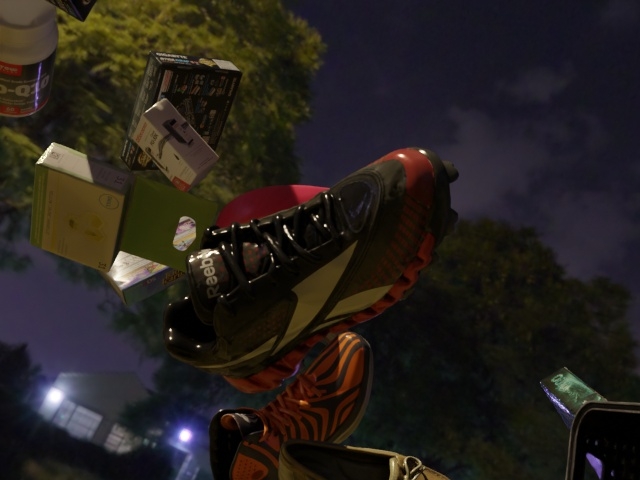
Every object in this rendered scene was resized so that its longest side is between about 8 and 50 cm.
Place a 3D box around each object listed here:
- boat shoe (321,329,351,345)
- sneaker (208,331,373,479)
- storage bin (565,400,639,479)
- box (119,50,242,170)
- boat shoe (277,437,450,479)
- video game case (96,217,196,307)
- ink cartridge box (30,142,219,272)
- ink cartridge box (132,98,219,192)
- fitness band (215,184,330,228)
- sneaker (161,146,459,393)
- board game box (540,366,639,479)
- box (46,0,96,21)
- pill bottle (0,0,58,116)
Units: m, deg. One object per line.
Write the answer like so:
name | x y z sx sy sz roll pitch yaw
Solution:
boat shoe | -0.004 0.109 1.275 0.109 0.098 0.302 23 -19 43
sneaker | -0.051 0.270 1.125 0.180 0.321 0.125 31 -2 -40
storage bin | 0.205 0.151 0.366 0.085 0.121 0.180 12 -13 -7
box | -0.257 -0.230 1.340 0.175 0.220 0.051 -5 40 -43
boat shoe | 0.040 0.196 0.596 0.153 0.056 0.048 14 -39 6
video game case | -0.399 0.019 1.731 0.244 0.270 0.061 38 -36 40
ink cartridge box | -0.279 -0.023 1.017 0.235 0.056 0.171 22 -45 -6
ink cartridge box | -0.248 -0.158 1.232 0.135 0.056 0.099 48 -30 -2
fitness band | 0.000 0.000 0.992 0.291 0.054 0.209 7 -26 -19
sneaker | -0.022 0.022 0.549 0.135 0.097 0.276 21 -51 -40
board game box | 0.235 0.190 0.530 0.186 0.026 0.126 57 3 -2
box | -0.320 -0.474 0.990 0.079 0.257 0.322 31 -5 -4
pill bottle | -0.614 -0.386 1.453 0.161 0.161 0.283 29 -32 -10
